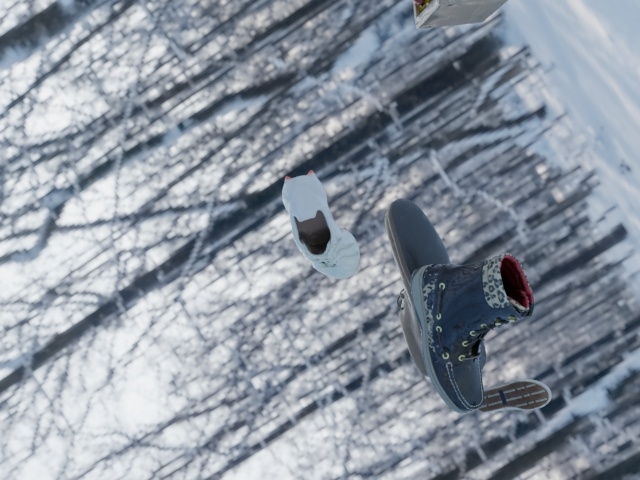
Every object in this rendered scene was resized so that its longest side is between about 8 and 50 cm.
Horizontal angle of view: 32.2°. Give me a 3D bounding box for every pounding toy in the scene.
[{"bbox_3d":[0.113,-0.286,1.080,0.130,0.100,0.141,167,95,-83],"label":"pounding toy"}]

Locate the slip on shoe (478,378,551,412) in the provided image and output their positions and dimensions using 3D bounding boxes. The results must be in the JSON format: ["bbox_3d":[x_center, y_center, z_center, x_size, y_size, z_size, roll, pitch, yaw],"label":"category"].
[{"bbox_3d":[0.314,0.251,1.787,0.041,0.135,0.051,-9,-99,-52],"label":"slip on shoe"}]

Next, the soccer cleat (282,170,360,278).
[{"bbox_3d":[0.000,0.000,1.293,0.196,0.068,0.076,62,-166,-51],"label":"soccer cleat"}]

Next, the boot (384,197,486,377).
[{"bbox_3d":[0.157,0.084,1.802,0.112,0.115,0.305,-19,-93,-43],"label":"boot"}]

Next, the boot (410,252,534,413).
[{"bbox_3d":[0.236,0.137,1.640,0.085,0.178,0.236,-15,-91,-43],"label":"boot"}]
